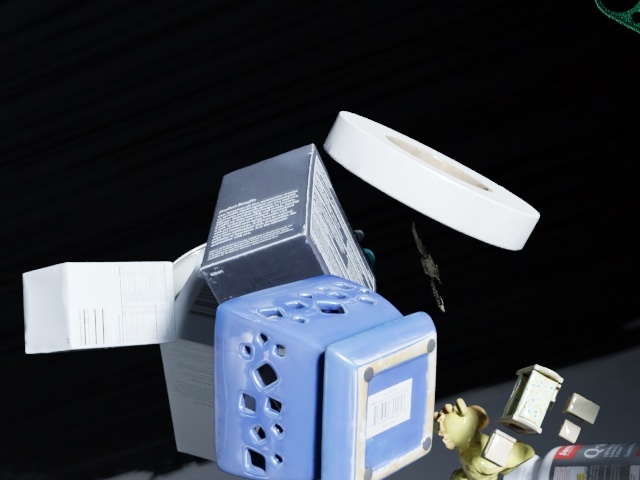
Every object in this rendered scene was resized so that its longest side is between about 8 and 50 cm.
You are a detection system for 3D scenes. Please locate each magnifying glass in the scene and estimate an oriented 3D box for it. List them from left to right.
[{"bbox_3d":[0.564,-0.384,1.833,0.231,0.092,0.026,60,20,12],"label":"magnifying glass"}]

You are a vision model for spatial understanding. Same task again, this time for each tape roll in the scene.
[{"bbox_3d":[0.190,-0.105,1.799,0.392,0.072,0.392,26,11,-5],"label":"tape roll"}]

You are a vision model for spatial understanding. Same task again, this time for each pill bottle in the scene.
[{"bbox_3d":[0.580,0.531,2.180,0.210,0.363,0.210,18,67,-51],"label":"pill bottle"}]

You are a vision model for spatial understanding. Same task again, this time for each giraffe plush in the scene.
[{"bbox_3d":[0.304,0.410,2.120,0.210,0.181,0.170,5,51,-58],"label":"giraffe plush"}]

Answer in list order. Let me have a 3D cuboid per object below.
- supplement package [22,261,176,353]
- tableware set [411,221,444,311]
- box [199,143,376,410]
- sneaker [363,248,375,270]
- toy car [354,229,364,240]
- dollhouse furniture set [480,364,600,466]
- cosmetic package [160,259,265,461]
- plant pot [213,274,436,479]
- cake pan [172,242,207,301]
[{"bbox_3d":[-0.394,0.119,1.857,0.203,0.194,0.149,0,83,-39],"label":"supplement package"},{"bbox_3d":[0.220,0.053,2.104,0.141,0.020,0.169,69,3,-47],"label":"tableware set"},{"bbox_3d":[-0.039,0.056,1.674,0.294,0.183,0.296,-84,153,-59],"label":"box"},{"bbox_3d":[0.063,0.105,2.203,0.107,0.110,0.275,27,28,-6],"label":"sneaker"},{"bbox_3d":[0.000,0.000,2.205,0.155,0.188,0.149,-84,-177,-48],"label":"toy car"},{"bbox_3d":[0.411,0.346,1.897,0.182,0.161,0.101,-63,-176,-18],"label":"dollhouse furniture set"},{"bbox_3d":[-0.202,0.254,2.106,0.385,0.156,0.217,87,19,-45],"label":"cosmetic package"},{"bbox_3d":[0.016,0.191,1.345,0.236,0.212,0.236,-14,111,-48],"label":"plant pot"},{"bbox_3d":[-0.251,0.117,2.307,0.054,0.293,0.293,51,-1,28],"label":"cake pan"}]
